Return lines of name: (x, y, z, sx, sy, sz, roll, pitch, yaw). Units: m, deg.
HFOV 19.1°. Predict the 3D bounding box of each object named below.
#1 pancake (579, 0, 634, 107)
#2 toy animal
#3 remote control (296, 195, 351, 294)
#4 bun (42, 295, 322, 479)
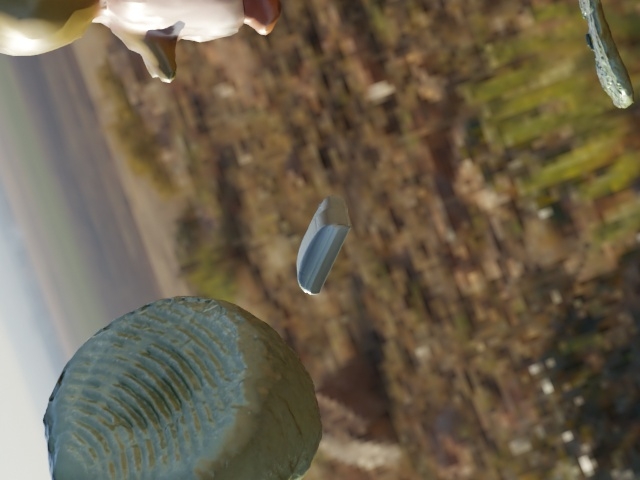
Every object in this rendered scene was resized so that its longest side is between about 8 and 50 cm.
pancake: (0.254, -0.180, 1.716, 0.116, 0.023, 0.129, 18, -126, -85)
toy animal: (-0.172, -0.210, 1.412, 0.169, 0.281, 0.195, -171, 75, -84)
remote control: (0.000, 0.000, 1.511, 0.029, 0.061, 0.162, 26, -173, -6)
bun: (-0.093, 0.133, 1.292, 0.118, 0.195, 0.195, 55, -177, -45)
